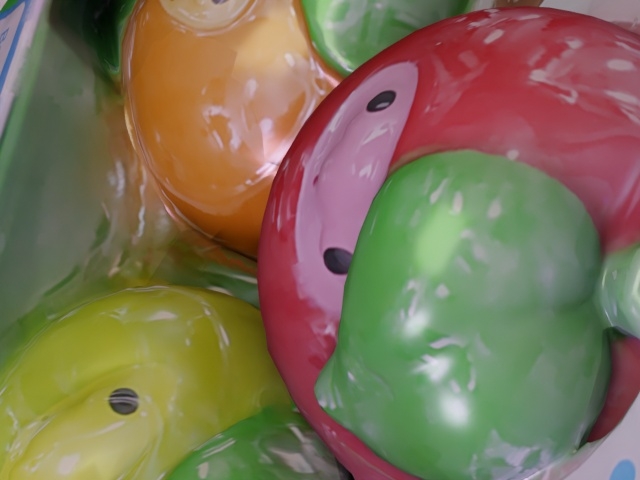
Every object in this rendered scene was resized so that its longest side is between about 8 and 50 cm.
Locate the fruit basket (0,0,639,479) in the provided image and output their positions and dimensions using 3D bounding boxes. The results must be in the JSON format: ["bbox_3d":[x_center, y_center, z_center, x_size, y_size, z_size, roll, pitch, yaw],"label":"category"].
[{"bbox_3d":[0.000,0.000,0.458,0.353,0.165,0.327,-24,47,56],"label":"fruit basket"}]
